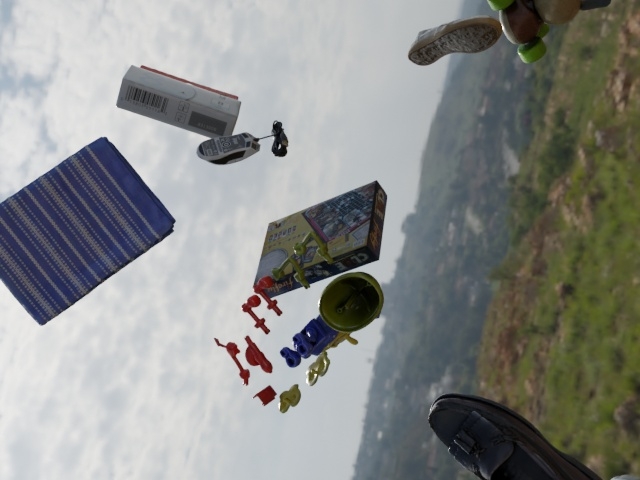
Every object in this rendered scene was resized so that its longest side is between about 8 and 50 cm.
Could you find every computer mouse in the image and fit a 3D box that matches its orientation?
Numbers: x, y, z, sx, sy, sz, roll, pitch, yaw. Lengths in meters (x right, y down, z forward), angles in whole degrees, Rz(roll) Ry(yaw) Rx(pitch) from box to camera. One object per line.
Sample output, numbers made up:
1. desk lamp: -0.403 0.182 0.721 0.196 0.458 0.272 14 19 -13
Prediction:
1. computer mouse: -0.162 -0.193 1.849 0.042 0.193 0.106 85 170 -45

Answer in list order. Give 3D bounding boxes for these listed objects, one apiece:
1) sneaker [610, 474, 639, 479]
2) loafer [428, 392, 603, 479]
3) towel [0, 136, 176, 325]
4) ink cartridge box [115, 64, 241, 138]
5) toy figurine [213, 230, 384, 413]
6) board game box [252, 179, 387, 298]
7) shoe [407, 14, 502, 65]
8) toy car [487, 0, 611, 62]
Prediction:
1. sneaker: 0.634 0.563 1.567 0.150 0.366 0.135 -13 -61 -41
2. loafer: 0.292 0.333 1.326 0.095 0.303 0.109 -32 -31 -61
3. towel: -0.477 -0.024 1.723 0.336 0.243 0.040 -39 4 -22
4. ink cartridge box: -0.370 -0.413 2.439 0.385 0.308 0.091 -91 20 -62
5. toy figurine: 0.008 0.115 1.557 0.217 0.191 0.362 -27 -20 -52
6. board game box: 0.000 0.000 1.579 0.042 0.243 0.165 48 -144 -33
7. shoe: 0.244 -0.377 1.620 0.219 0.077 0.058 -6 56 52
8. toy car: 0.429 -0.447 1.640 0.155 0.188 0.149 50 -141 -28
